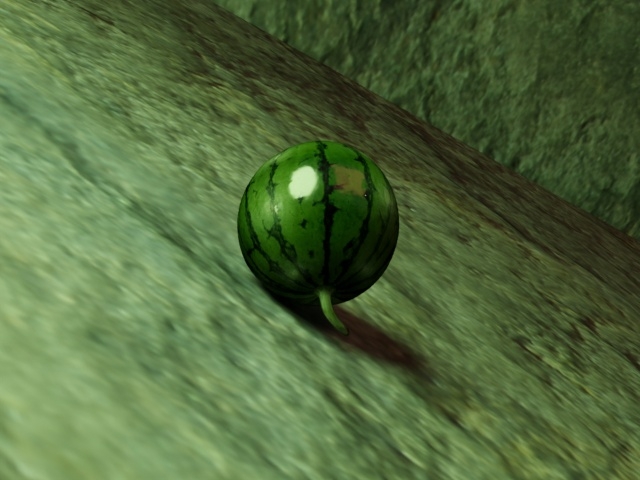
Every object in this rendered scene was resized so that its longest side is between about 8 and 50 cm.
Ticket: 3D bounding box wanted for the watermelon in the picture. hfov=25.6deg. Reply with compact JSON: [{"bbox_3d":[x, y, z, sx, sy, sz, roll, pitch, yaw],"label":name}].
[{"bbox_3d":[-0.002,-0.007,0.828,0.109,0.109,0.109,31,11,-7],"label":"watermelon"}]
